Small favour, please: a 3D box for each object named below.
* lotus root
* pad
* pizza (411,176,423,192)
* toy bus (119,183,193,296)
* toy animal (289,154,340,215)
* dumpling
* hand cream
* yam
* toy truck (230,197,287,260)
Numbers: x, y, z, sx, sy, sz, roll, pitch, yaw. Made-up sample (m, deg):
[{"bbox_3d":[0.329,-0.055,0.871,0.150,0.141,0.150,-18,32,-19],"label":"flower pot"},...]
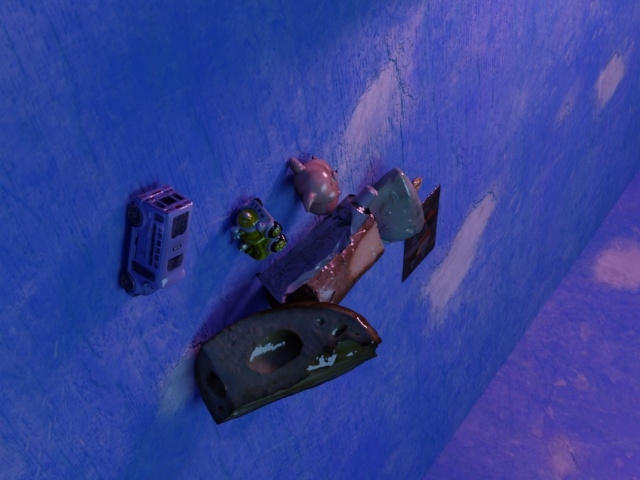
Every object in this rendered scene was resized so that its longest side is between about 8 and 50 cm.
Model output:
[{"bbox_3d":[-0.063,0.193,1.874,0.314,0.142,0.210,-20,165,-12],"label":"lotus root"},{"bbox_3d":[0.231,-0.015,2.481,0.143,0.003,0.211,-45,150,-33],"label":"pad"},{"bbox_3d":[0.193,-0.101,2.304,0.083,0.016,0.037,-55,148,-11],"label":"pizza"},{"bbox_3d":[-0.229,0.011,1.533,0.073,0.076,0.167,-31,141,-48],"label":"toy bus"},{"bbox_3d":[-0.006,-0.086,1.860,0.089,0.083,0.150,-47,155,-5],"label":"toy animal"},{"bbox_3d":[0.138,-0.052,2.142,0.149,0.105,0.217,-51,154,-23],"label":"dumpling"},{"bbox_3d":[0.002,0.001,1.865,0.257,0.084,0.050,-46,148,9],"label":"hand cream"},{"bbox_3d":[0.013,0.044,1.985,0.238,0.129,0.128,-45,-175,-32],"label":"yam"},{"bbox_3d":[-0.107,-0.015,1.760,0.077,0.076,0.111,-35,149,-8],"label":"toy truck"}]
